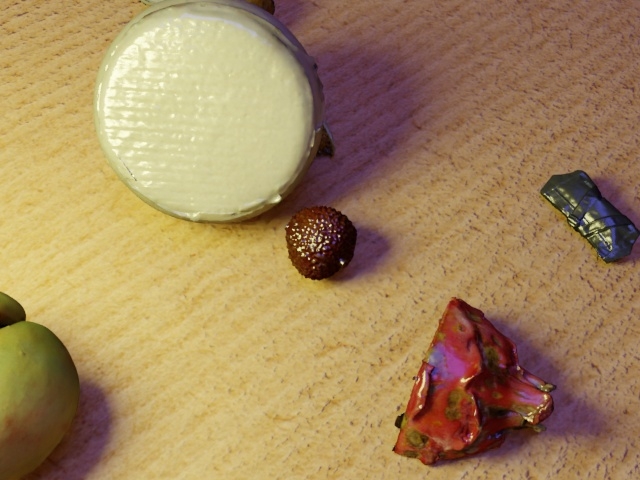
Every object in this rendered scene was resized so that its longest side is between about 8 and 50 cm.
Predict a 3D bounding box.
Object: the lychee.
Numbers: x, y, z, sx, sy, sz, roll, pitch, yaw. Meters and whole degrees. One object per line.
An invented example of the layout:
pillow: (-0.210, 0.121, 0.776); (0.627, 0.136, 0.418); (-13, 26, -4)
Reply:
lychee: (-0.001, 0.002, 1.264); (0.123, 0.123, 0.129); (-36, 35, -24)

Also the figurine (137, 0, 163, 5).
figurine: (-0.376, -0.587, 1.664); (0.132, 0.132, 0.153); (-28, 49, -21)

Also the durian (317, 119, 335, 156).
durian: (-0.065, -0.252, 1.464); (0.139, 0.144, 0.252); (11, 36, -43)

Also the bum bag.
bum bag: (0.475, -0.045, 1.364); (0.087, 0.049, 0.198); (-36, 62, 2)

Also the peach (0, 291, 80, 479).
peach: (-0.477, 0.202, 1.021); (0.292, 0.247, 0.292); (11, 61, -20)

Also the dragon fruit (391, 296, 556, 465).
dragon fruit: (0.240, 0.203, 1.124); (0.211, 0.134, 0.262); (20, 56, 7)

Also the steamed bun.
steamed bun: (-0.182, -0.218, 1.293); (0.374, 0.374, 0.241); (-3, 14, -5)

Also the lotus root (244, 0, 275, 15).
lotus root: (-0.213, -0.436, 1.551); (0.188, 0.199, 0.180); (14, 83, 50)
